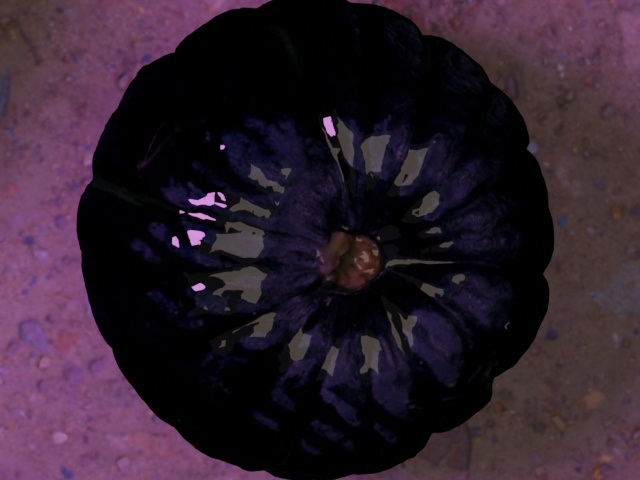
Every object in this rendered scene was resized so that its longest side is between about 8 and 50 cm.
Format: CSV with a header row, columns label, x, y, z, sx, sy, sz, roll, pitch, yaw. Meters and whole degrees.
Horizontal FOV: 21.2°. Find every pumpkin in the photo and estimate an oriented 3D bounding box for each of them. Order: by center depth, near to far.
label,x,y,z,sx,sy,sz,roll,pitch,yaw
pumpkin,0.000,0.000,1.280,0.363,0.266,0.363,-1,93,-13
